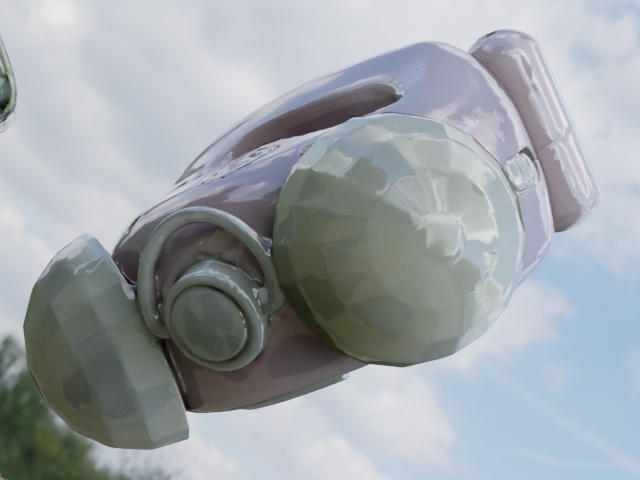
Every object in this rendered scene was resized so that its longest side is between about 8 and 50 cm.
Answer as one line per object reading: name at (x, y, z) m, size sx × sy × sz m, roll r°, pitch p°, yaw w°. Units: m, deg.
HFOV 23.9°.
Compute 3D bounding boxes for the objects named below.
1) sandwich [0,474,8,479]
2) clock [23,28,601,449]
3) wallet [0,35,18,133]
sandwich at (-0.191, 0.219, 0.831) m, size 0.096 × 0.094 × 0.258 m, roll -6°, pitch -76°, yaw 21°
clock at (0.000, 0.000, 0.992) m, size 0.342 × 0.326 × 0.184 m, roll -27°, pitch -82°, yaw 32°
wallet at (-0.173, -0.104, 0.713) m, size 0.155 × 0.039 × 0.110 m, roll -174°, pitch -112°, yaw -78°
